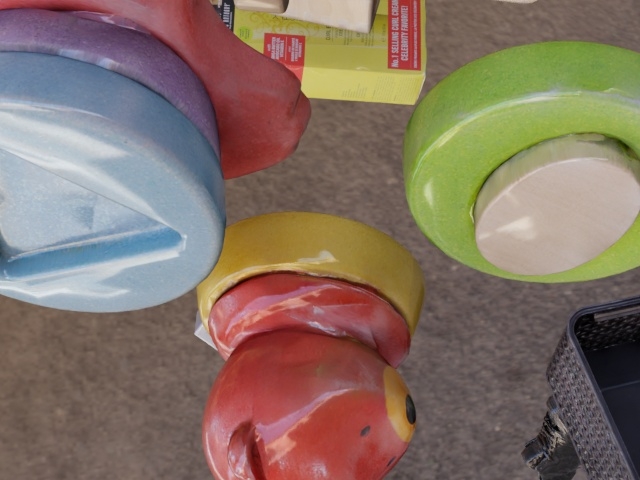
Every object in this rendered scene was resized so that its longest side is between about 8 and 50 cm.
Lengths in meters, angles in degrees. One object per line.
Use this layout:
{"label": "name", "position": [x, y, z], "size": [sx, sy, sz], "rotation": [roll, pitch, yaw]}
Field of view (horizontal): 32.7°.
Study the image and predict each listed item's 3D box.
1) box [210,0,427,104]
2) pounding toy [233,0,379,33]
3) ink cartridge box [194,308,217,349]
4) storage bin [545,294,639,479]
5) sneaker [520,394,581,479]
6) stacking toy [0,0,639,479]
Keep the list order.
{"label": "box", "position": [-0.024, -0.177, 0.976], "size": [0.058, 0.232, 0.087], "rotation": [106, 168, -68]}
{"label": "pounding toy", "position": [0.010, -0.227, 0.756], "size": [0.094, 0.181, 0.206], "rotation": [12, 58, 6]}
{"label": "ink cartridge box", "position": [-0.022, 0.102, 1.291], "size": [0.208, 0.087, 0.153], "rotation": [36, 98, -11]}
{"label": "storage bin", "position": [0.263, 0.138, 0.833], "size": [0.084, 0.122, 0.180], "rotation": [94, 162, -56]}
{"label": "sneaker", "position": [0.293, 0.262, 1.381], "size": [0.089, 0.170, 0.051], "rotation": [-27, 43, 11]}
{"label": "stacking toy", "position": [0.000, 0.000, 0.436], "size": [0.280, 0.309, 0.130], "rotation": [-19, 47, 31]}
